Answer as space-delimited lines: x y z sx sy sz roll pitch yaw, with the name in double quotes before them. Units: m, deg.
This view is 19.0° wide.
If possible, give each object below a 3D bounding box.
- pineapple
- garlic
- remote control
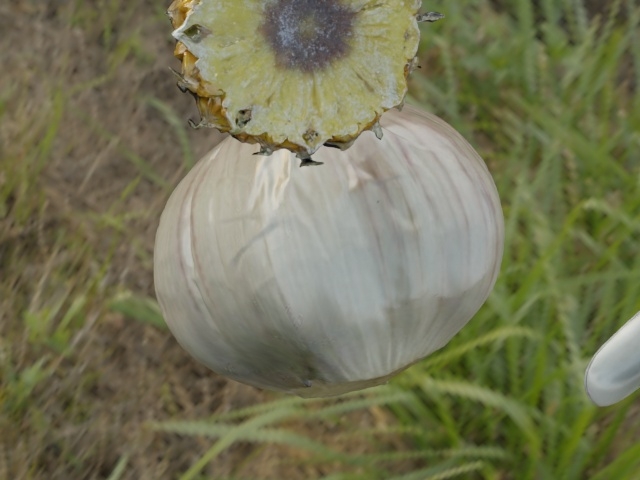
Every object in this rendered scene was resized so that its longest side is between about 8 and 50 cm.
"pineapple" -0.009 -0.155 1.387 0.221 0.047 0.221 -1 94 -19
"garlic" 0.000 0.000 1.597 0.317 0.317 0.259 -5 83 -28
"remote control" 0.374 0.097 2.051 0.229 0.044 0.073 -39 124 -10
